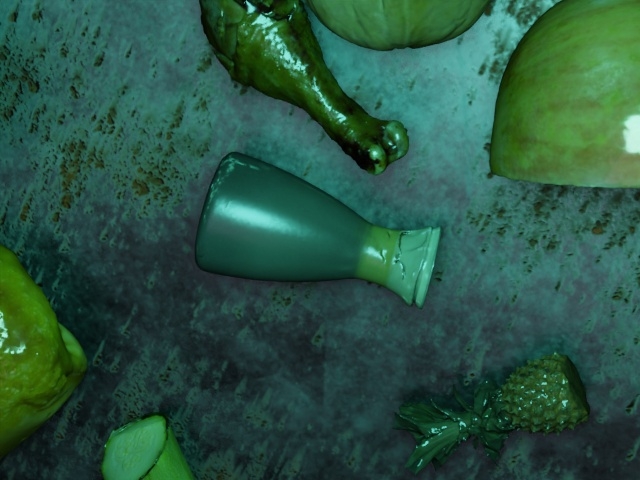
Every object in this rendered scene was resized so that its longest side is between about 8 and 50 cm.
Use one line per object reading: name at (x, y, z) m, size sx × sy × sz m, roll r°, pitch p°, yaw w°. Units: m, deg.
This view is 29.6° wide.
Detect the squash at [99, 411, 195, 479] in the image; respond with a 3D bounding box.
squash at (-0.242, 0.426, 1.901) m, size 0.137 × 0.137 × 0.287 m, roll -18°, pitch 105°, yaw 20°

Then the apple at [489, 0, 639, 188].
apple at (0.368, -0.170, 1.496) m, size 0.309 × 0.314 × 0.252 m, roll 4°, pitch 151°, yaw 13°

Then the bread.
bread at (-0.571, 0.176, 1.834) m, size 0.394 × 0.250 × 0.361 m, roll -37°, pitch 97°, yaw 22°

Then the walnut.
walnut at (0.098, -0.389, 1.462) m, size 0.277 × 0.252 × 0.313 m, roll 3°, pitch 107°, yaw 28°

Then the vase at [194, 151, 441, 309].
vase at (0.000, 0.000, 1.673) m, size 0.321 × 0.173 × 0.173 m, roll 16°, pitch 112°, yaw 4°

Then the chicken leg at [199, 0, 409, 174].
chicken leg at (-0.042, -0.227, 1.587) m, size 0.140 × 0.211 × 0.361 m, roll -36°, pitch 94°, yaw -3°

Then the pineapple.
pineapple at (0.235, 0.244, 1.716) m, size 0.277 × 0.119 × 0.130 m, roll -25°, pitch 119°, yaw 23°
